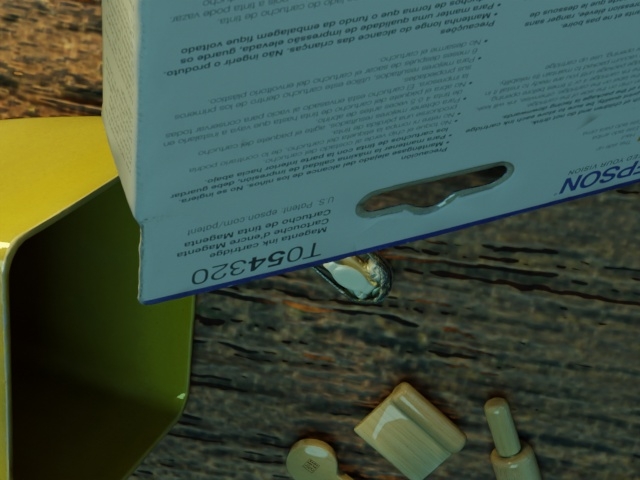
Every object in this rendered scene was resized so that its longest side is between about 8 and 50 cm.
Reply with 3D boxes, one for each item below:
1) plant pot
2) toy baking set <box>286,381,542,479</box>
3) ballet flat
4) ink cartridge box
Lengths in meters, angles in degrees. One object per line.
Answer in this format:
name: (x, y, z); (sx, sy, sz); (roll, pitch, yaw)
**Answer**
plant pot: (-0.200, 0.037, 0.627); (0.187, 0.212, 0.212); (14, 116, 15)
toy baking set: (0.072, 0.212, 0.759); (0.196, 0.030, 0.256); (-18, 110, 18)
ballet flat: (0.000, 0.000, 0.664); (0.114, 0.041, 0.041); (39, 113, -10)
ink cartridge box: (0.067, -0.118, 0.472); (0.324, 0.071, 0.330); (-14, 150, -20)
